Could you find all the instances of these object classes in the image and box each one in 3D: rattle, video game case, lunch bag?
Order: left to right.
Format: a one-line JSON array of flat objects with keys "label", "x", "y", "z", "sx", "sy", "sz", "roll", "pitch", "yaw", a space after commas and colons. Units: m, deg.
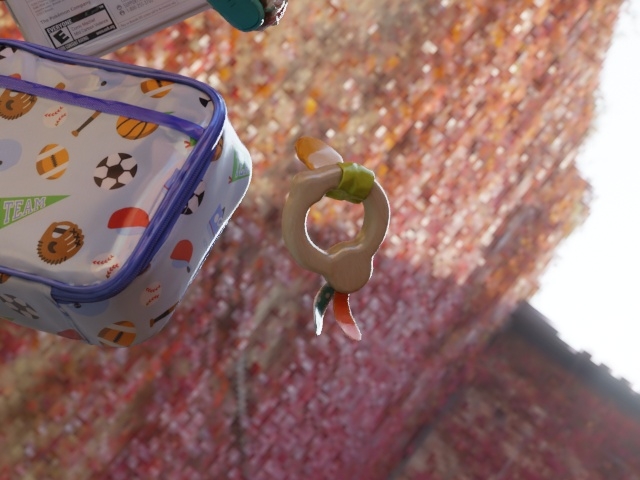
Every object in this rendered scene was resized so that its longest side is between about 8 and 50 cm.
[{"label": "lunch bag", "x": -0.222, "y": -0.053, "z": 1.260, "sx": 0.303, "sy": 0.243, "sz": 0.115, "roll": 16, "pitch": -24, "yaw": 27}, {"label": "video game case", "x": -0.278, "y": -0.403, "z": 1.963, "sx": 0.300, "sy": 0.329, "sz": 0.036, "roll": 61, "pitch": -19, "yaw": 4}, {"label": "rattle", "x": 0.000, "y": 0.000, "z": 1.711, "sx": 0.143, "sy": 0.130, "sz": 0.199, "roll": 21, "pitch": -54, "yaw": 48}]

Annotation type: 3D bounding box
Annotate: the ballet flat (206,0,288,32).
[{"label": "ballet flat", "x": -0.110, "y": -0.270, "z": 1.214, "sx": 0.091, "sy": 0.077, "sz": 0.241, "roll": -15, "pitch": -56, "yaw": 49}]
